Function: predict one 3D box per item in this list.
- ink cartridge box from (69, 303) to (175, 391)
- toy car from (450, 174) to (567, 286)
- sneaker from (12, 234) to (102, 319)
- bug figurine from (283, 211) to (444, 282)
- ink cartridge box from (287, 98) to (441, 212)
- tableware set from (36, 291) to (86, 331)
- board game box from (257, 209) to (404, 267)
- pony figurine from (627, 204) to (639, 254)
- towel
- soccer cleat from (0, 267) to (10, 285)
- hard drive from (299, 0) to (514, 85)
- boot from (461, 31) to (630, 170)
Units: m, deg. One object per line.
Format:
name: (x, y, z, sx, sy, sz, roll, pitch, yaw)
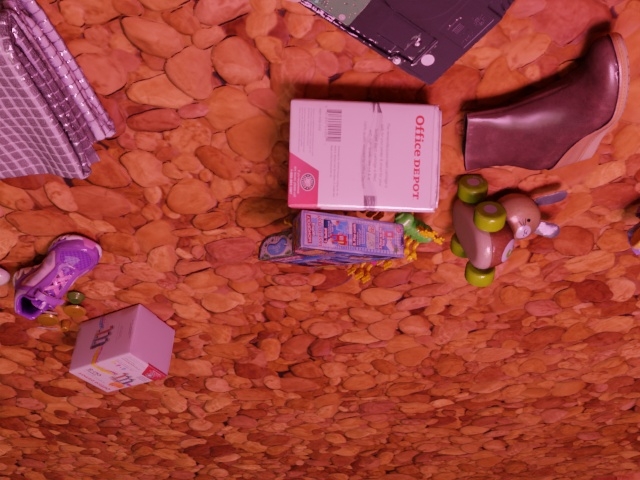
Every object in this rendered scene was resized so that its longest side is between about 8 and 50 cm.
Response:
ink cartridge box: (-0.440, 0.243, 1.486, 0.176, 0.127, 0.128, -18, 139, 22)
toy car: (0.334, -0.027, 1.153, 0.189, 0.148, 0.155, -9, 132, -7)
sneaker: (-0.514, 0.079, 1.291, 0.236, 0.104, 0.095, -33, 129, 25)
bug figurine: (0.081, -0.026, 1.190, 0.216, 0.072, 0.279, 33, 136, -27)
ink cartridge box: (0.063, -0.123, 0.993, 0.218, 0.158, 0.092, 2, -178, -1)
tableware set: (-0.564, 0.151, 1.456, 0.104, 0.024, 0.154, 8, 140, -16)
board game box: (0.000, 0.000, 1.072, 0.194, 0.060, 0.194, -9, 166, 41)
pony figurine: (0.719, 0.013, 1.127, 0.364, 0.302, 0.351, 24, 129, -6)
towel: (-0.460, -0.197, 0.936, 0.235, 0.121, 0.283, -7, 141, 9)
soccer cleat: (-0.718, 0.087, 1.327, 0.197, 0.076, 0.068, -1, 142, 1)
hard drive: (0.083, -0.352, 0.788, 0.339, 0.064, 0.237, 23, 136, -27)
boot: (0.319, -0.187, 0.975, 0.207, 0.090, 0.248, -4, 145, 2)
